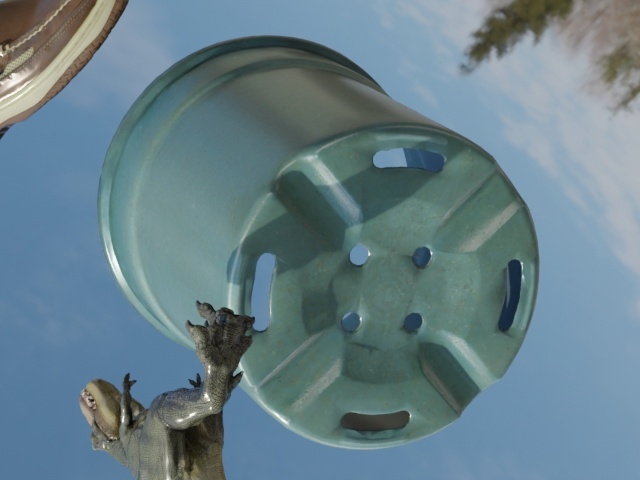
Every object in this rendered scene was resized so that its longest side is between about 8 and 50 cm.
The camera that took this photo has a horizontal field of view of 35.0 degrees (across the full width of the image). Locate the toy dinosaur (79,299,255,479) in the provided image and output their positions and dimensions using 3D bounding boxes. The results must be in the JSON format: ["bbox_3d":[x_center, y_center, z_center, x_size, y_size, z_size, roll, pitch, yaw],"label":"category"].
[{"bbox_3d":[-0.068,0.097,0.531,0.064,0.118,0.268,18,-179,-23],"label":"toy dinosaur"}]

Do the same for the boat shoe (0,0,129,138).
[{"bbox_3d":[-0.252,-0.142,0.775,0.095,0.257,0.095,38,-154,-30],"label":"boat shoe"}]

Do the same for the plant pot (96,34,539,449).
[{"bbox_3d":[0.000,0.000,0.888,0.341,0.341,0.334,31,-179,-24],"label":"plant pot"}]
